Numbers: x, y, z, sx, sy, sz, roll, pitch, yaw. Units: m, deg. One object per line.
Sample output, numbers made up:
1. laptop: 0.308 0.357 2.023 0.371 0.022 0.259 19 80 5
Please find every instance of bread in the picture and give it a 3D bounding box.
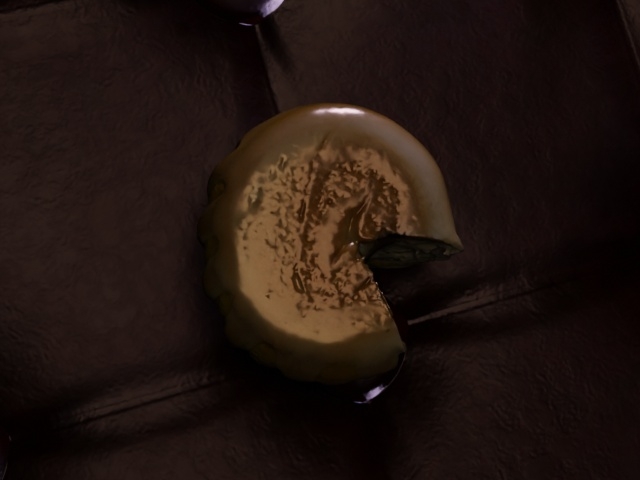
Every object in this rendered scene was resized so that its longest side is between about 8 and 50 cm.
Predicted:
1. bread: 0.000 0.000 1.427 0.332 0.160 0.333 3 77 -12
